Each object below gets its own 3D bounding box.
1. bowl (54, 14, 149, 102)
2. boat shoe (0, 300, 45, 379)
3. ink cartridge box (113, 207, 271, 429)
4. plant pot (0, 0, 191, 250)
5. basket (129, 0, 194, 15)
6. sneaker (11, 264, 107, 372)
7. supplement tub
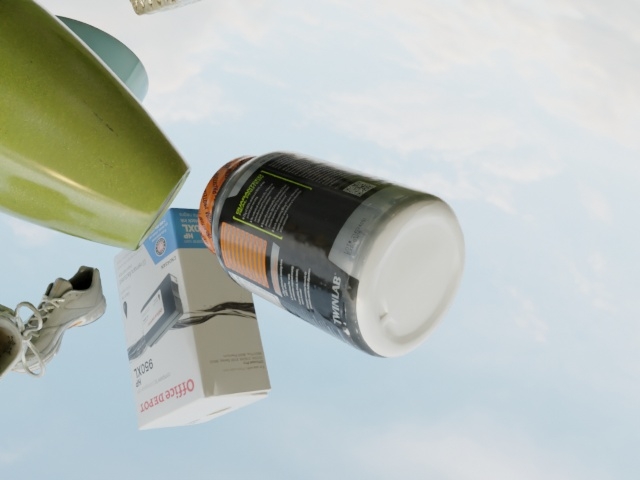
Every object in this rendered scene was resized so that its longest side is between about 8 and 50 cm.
[{"bbox_3d":[-0.471,-0.238,1.310,0.312,0.311,0.163,8,-117,-16],"label":"bowl"},{"bbox_3d":[-0.419,0.136,0.920,0.156,0.135,0.367,-23,-169,-13],"label":"boat shoe"},{"bbox_3d":[-0.278,0.168,1.541,0.166,0.285,0.395,3,-115,-41],"label":"ink cartridge box"},{"bbox_3d":[-0.328,-0.121,0.959,0.293,0.275,0.275,34,-148,-7],"label":"plant pot"},{"bbox_3d":[-0.190,-0.382,1.014,0.103,0.113,0.167,-9,-160,34],"label":"basket"},{"bbox_3d":[-0.511,0.135,1.391,0.099,0.121,0.262,21,-142,14],"label":"sneaker"},{"bbox_3d":[0.000,0.000,0.899,0.194,0.193,0.316,-14,-153,-40],"label":"supplement tub"}]
